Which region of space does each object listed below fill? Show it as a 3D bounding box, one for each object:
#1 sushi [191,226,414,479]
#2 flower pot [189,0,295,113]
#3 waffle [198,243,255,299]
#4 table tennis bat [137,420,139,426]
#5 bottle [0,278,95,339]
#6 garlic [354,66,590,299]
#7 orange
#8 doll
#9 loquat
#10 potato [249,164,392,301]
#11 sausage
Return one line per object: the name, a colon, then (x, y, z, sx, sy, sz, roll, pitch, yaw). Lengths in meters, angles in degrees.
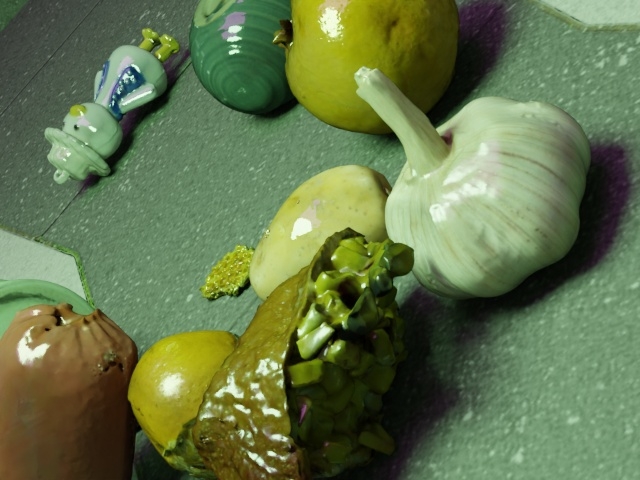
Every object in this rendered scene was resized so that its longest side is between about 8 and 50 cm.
sushi: (0.004, 0.111, 1.050, 0.179, 0.167, 0.296, -7, 27, 33)
flower pot: (-0.080, -0.279, 1.630, 0.189, 0.157, 0.243, -28, 33, 34)
waffle: (-0.103, 0.038, 1.422, 0.085, 0.016, 0.078, 8, 61, 55)
table tennis bat: (-0.258, 0.230, 1.393, 0.246, 0.022, 0.138, -35, 31, 23)
bottle: (-0.393, 0.157, 1.463, 0.352, 0.229, 0.229, -16, 41, 61)
garlic: (0.116, -0.072, 1.060, 0.199, 0.226, 0.199, -36, 26, 21)
orange: (-0.109, 0.154, 1.164, 0.134, 0.156, 0.156, -46, 29, -7)
doll: (-0.328, -0.208, 1.909, 0.138, 0.119, 0.293, 22, 71, 35)
loquat: (0.052, -0.218, 1.343, 0.208, 0.208, 0.208, -33, 33, 24)
potato: (0.000, 0.000, 1.242, 0.178, 0.109, 0.118, -43, 51, 19)
sausage: (-0.260, 0.200, 1.222, 0.152, 0.152, 0.279, -142, 58, -60)
